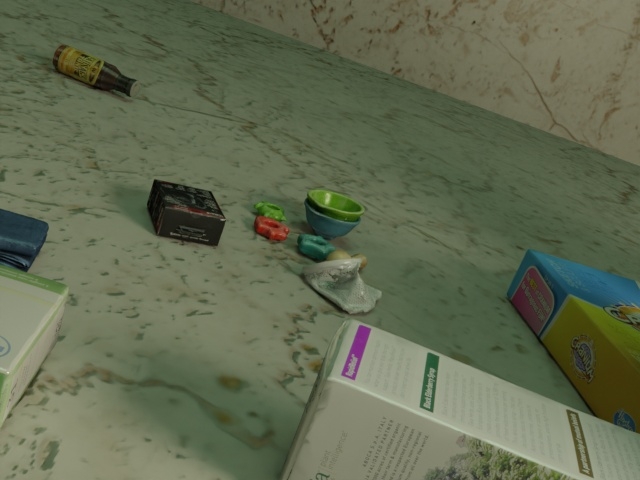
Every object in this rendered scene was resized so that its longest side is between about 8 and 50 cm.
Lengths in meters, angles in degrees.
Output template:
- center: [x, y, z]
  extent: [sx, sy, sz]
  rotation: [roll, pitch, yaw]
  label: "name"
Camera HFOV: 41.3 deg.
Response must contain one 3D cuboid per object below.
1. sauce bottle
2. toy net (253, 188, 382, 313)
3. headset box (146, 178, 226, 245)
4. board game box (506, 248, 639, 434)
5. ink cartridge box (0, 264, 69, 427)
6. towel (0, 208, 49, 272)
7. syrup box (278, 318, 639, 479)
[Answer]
- center: [-0.320, -0.241, 1.216]
  extent: [0.128, 0.042, 0.042]
  rotation: [22, 19, 10]
  label: "sauce bottle"
- center: [0.000, 0.000, 0.875]
  extent: [0.122, 0.045, 0.232]
  rotation: [15, 20, -17]
  label: "toy net"
- center: [-0.132, -0.026, 0.832]
  extent: [0.062, 0.032, 0.083]
  rotation: [11, 22, -25]
  label: "headset box"
- center: [0.354, 0.127, 0.859]
  extent: [0.242, 0.064, 0.316]
  rotation: [15, 20, -14]
  label: "board game box"
- center: [-0.248, 0.064, 0.438]
  extent: [0.171, 0.056, 0.235]
  rotation: [19, 17, -7]
  label: "ink cartridge box"
- center: [-0.273, -0.010, 0.648]
  extent: [0.120, 0.029, 0.067]
  rotation: [16, 19, -11]
  label: "towel"
- center: [0.101, 0.143, 0.511]
  extent: [0.237, 0.093, 0.096]
  rotation: [22, 19, 5]
  label: "syrup box"
